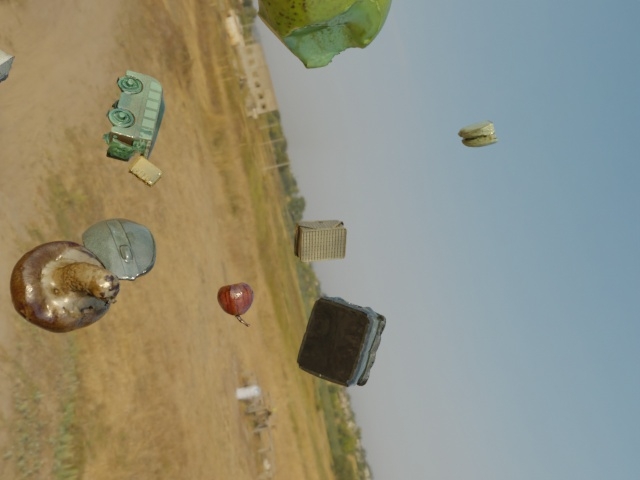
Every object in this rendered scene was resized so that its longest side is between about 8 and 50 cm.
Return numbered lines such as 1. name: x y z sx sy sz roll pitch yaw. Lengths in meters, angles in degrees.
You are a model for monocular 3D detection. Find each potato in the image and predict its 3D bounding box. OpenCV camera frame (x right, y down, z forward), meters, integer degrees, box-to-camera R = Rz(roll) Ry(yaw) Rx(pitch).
1. potato: -0.924 -0.488 1.717 0.086 0.061 0.122 -52 -164 32

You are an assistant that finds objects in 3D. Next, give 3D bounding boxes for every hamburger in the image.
1. hamburger: 0.390 -0.266 1.526 0.121 0.084 0.054 -76 146 -67

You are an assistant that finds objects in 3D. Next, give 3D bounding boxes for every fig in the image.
1. fig: -0.282 0.205 2.079 0.128 0.128 0.150 -106 170 -59

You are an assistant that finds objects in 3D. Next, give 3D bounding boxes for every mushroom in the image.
1. mushroom: -0.651 0.107 1.604 0.267 0.254 0.267 60 -1 2

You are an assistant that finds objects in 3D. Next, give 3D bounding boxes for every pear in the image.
1. pear: 0.007 -0.492 1.215 0.176 0.286 0.282 68 11 11

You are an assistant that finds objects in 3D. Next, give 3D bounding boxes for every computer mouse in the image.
1. computer mouse: -0.629 0.009 1.881 0.374 0.203 0.114 34 -54 50

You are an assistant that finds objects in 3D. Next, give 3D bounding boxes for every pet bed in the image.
1. pet bed: 0.060 0.260 1.589 0.159 0.183 0.210 18 88 -69

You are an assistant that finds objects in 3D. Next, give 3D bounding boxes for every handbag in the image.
1. handbag: -0.495 -0.194 1.726 0.083 0.061 0.027 37 -31 -1

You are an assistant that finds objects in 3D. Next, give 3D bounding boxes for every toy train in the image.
1. toy train: -0.565 -0.384 1.861 0.129 0.159 0.326 127 -30 -46

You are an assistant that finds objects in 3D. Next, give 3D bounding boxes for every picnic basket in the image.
1. picnic basket: 0.000 0.000 1.935 0.079 0.164 0.115 -125 -146 -59
